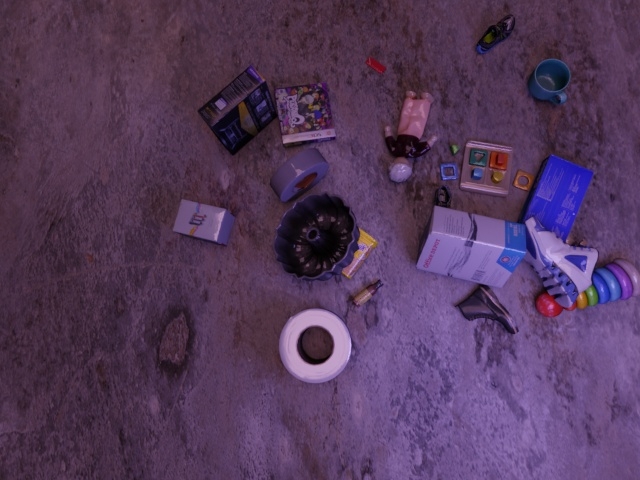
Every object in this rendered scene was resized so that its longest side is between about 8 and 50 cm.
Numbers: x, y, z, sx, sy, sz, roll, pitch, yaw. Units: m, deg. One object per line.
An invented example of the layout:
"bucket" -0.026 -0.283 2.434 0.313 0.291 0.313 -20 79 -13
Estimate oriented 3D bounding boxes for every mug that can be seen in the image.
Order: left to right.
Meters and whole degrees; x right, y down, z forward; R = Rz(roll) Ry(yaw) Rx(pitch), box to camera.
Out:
"mug" 0.848 -0.582 1.693 0.129 0.097 0.158 7 83 5

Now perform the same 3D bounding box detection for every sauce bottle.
"sauce bottle" 0.175 0.191 1.650 0.128 0.042 0.042 -36 81 -2

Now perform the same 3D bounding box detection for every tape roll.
"tape roll" -0.076 -0.237 1.643 0.219 0.219 0.072 -36 80 -2
"tape roll" -0.013 0.359 1.573 0.245 0.169 0.247 0 82 3

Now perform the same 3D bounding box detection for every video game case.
"video game case" -0.062 -0.491 1.760 0.210 0.042 0.232 -8 81 -5

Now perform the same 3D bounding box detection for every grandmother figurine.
"grandmother figurine" 0.336 -0.383 1.704 0.207 0.104 0.343 14 85 34

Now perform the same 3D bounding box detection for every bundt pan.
"bundt pan" 0.000 0.000 1.607 0.330 0.124 0.331 -13 62 26

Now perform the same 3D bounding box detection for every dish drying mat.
"dish drying mat" 0.220 -0.698 1.799 0.083 0.008 0.032 38 85 9

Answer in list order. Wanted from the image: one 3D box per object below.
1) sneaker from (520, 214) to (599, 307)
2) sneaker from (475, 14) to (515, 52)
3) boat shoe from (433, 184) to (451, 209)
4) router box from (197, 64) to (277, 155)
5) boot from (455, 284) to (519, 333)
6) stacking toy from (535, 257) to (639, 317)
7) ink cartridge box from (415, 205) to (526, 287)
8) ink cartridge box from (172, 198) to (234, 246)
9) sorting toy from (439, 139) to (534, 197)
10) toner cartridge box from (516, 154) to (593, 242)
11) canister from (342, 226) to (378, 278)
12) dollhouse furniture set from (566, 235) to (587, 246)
"sneaker" 0.809 0.046 1.522 0.182 0.127 0.316 -28 81 -7
"sneaker" 0.685 -0.804 1.748 0.188 0.078 0.067 -41 81 -3
"boat shoe" 0.447 -0.109 1.655 0.065 0.083 0.184 -4 81 3
"router box" -0.289 -0.461 1.646 0.243 0.309 0.081 -42 83 -4
"boot" 0.587 0.271 1.600 0.137 0.077 0.198 -35 67 3
"stacking toy" 0.910 0.179 1.559 0.329 0.141 0.141 -21 80 4
"ink cartridge box" 0.505 0.024 1.549 0.307 0.223 0.129 13 55 6
"ink cartridge box" -0.434 -0.065 1.687 0.176 0.128 0.128 14 83 7
"sorting toy" 0.625 -0.272 1.686 0.347 0.047 0.196 10 82 5
"toner cartridge box" 0.830 -0.118 1.634 0.165 0.075 0.348 25 84 8
"canister" 0.113 0.042 1.662 0.126 0.073 0.170 36 87 9
"dollhouse furniture set" 0.869 0.030 1.613 0.114 0.091 0.081 -41 66 0
